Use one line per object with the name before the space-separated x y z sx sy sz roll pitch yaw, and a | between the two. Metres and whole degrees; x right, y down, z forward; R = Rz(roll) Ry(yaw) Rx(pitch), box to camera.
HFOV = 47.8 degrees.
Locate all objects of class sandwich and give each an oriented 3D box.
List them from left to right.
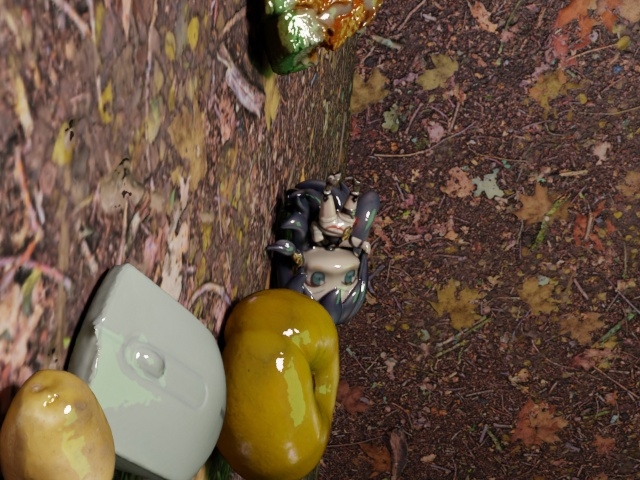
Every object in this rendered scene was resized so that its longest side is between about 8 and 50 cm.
sandwich | 0.003 -0.273 0.880 0.185 0.159 0.109 -93 170 -80

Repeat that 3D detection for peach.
peach | -0.057 0.182 0.928 0.251 0.153 0.251 -6 90 -74

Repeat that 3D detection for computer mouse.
computer mouse | -0.121 0.114 0.553 0.231 0.079 0.128 79 17 -62

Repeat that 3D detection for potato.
potato | -0.142 0.109 0.394 0.068 0.062 0.083 50 -44 47

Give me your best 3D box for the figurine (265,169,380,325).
figurine | 0.006 0.013 1.203 0.197 0.175 0.265 -72 176 -84
